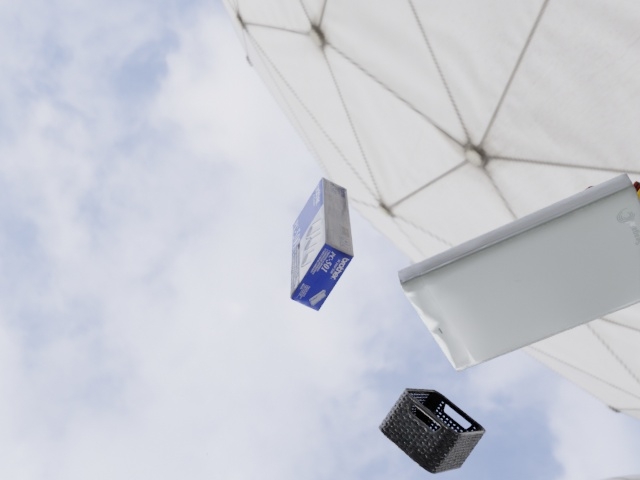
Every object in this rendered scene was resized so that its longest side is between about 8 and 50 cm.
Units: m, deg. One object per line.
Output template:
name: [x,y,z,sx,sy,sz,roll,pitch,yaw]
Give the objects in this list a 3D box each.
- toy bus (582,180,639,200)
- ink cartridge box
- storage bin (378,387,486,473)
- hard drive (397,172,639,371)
toy bus: [0.488,-0.005,1.217,0.104,0.191,0.202,-44,-65,-31]
ink cartridge box: [0.000,0.000,1.095,0.046,0.207,0.097,26,-65,-14]
storage bin: [0.194,0.324,1.352,0.122,0.180,0.084,37,-82,28]
hard drive: [0.284,0.054,1.042,0.307,0.203,0.040,-24,-143,15]
